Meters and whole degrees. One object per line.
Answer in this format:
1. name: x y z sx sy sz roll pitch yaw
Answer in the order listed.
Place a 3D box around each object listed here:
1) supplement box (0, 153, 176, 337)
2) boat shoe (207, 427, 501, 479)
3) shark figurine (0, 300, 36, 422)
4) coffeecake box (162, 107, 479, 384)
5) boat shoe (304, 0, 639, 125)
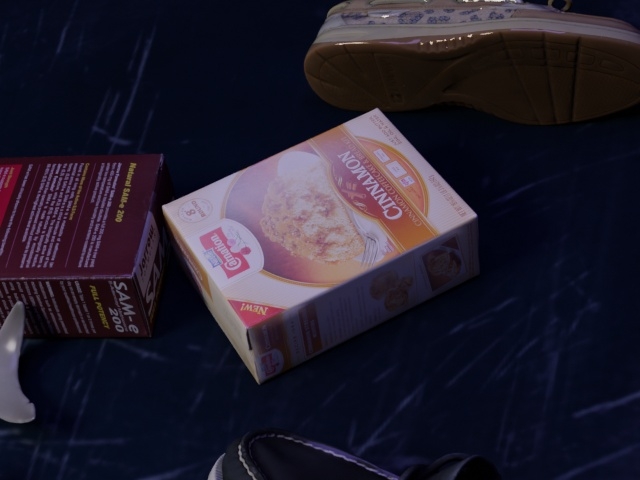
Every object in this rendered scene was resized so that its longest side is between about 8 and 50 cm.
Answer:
1. supplement box: -0.237 0.004 1.073 0.240 0.073 0.130 -1 46 9
2. boat shoe: 0.082 0.178 0.801 0.340 0.113 0.127 33 29 32
3. shark figurine: -0.342 0.082 0.978 0.278 0.166 0.116 31 29 -15
4. coffeecake box: 0.000 0.000 1.043 0.186 0.068 0.142 -26 49 -15
5. boat shoe: 0.131 -0.160 1.151 0.285 0.104 0.089 5 50 14
